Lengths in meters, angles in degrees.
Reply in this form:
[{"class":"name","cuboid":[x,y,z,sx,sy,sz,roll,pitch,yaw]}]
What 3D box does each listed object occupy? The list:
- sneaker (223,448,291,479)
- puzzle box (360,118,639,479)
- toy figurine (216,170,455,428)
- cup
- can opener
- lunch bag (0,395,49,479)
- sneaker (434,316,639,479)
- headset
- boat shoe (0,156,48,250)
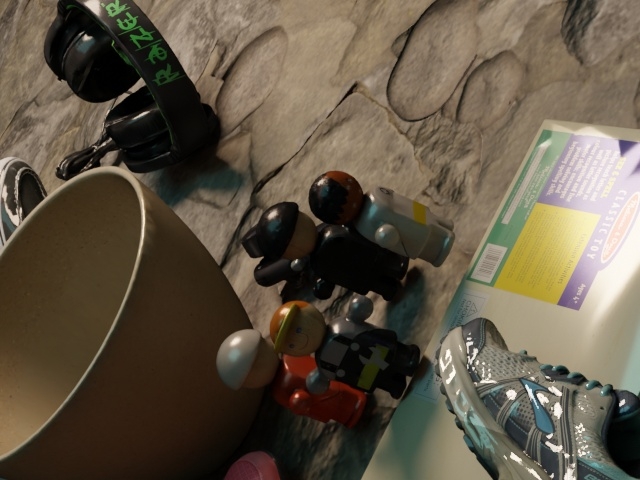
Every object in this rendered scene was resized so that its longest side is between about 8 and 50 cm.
[{"class":"sneaker","cuboid":[-0.125,0.326,1.553,0.116,0.136,0.313,4,66,56]},{"class":"puzzle box","cuboid":[0.191,0.095,1.378,0.272,0.052,0.408,15,76,60]},{"class":"toy figurine","cuboid":[0.009,0.049,1.542,0.209,0.148,0.213,139,152,-68]},{"class":"cup","cuboid":[-0.196,0.124,1.738,0.331,0.237,0.331,-35,37,32]},{"class":"can opener","cuboid":[0.000,0.000,1.748,0.186,0.073,0.059,-21,38,35]},{"class":"lunch bag","cuboid":[-0.309,0.197,1.936,0.176,0.090,0.219,-29,21,38]},{"class":"sneaker","cuboid":[0.177,0.144,1.231,0.122,0.110,0.283,-33,37,7]},{"class":"headset","cuboid":[-0.258,-0.175,2.125,0.185,0.243,0.394,-37,-4,-13]},{"class":"boat shoe","cuboid":[-0.339,0.027,2.110,0.105,0.113,0.306,-26,63,30]}]
